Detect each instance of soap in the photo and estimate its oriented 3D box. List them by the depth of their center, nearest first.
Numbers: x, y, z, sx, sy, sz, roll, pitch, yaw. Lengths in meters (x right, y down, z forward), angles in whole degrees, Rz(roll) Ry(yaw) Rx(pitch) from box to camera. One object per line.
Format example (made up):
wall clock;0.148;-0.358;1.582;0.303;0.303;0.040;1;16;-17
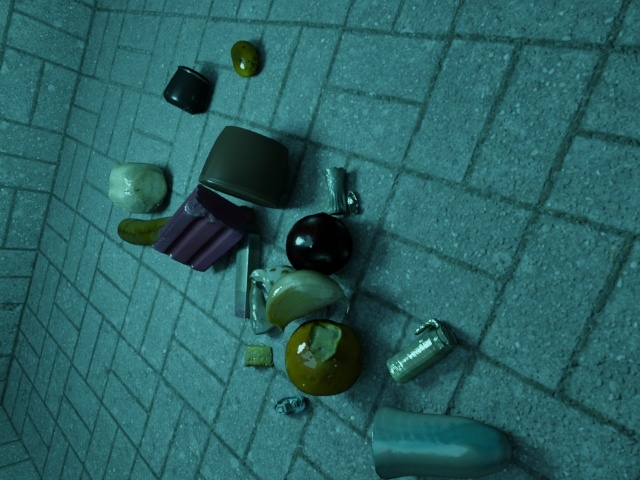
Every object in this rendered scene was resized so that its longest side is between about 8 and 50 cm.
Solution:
soap;-0.453;-0.032;1.588;0.360;0.233;0.128;-34;34;42

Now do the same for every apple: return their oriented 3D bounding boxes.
apple;-0.303;-0.097;1.632;0.084;0.071;0.083;-3;84;36

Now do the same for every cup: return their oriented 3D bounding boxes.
cup;-0.586;-0.660;1.853;0.176;0.169;0.223;-65;24;8

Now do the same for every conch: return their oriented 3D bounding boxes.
conch;-0.100;0.176;1.414;0.149;0.182;0.275;-36;72;-17

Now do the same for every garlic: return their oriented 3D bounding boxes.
garlic;-0.048;0.165;1.237;0.245;0.145;0.164;-20;75;13

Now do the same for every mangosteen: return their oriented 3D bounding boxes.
mangosteen;-0.002;0.003;1.324;0.216;0.216;0.216;-4;84;36

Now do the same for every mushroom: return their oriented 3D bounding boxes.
mushroom;-0.220;0.229;1.539;0.092;0.081;0.223;-24;69;50

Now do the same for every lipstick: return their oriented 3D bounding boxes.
lipstick;-0.275;0.131;1.595;0.066;0.068;0.317;0;86;37

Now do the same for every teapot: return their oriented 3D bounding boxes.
teapot;0.277;0.300;1.169;0.200;0.077;0.107;-44;43;25

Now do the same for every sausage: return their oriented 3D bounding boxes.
sausage;-0.786;-0.041;1.959;0.501;0.123;0.136;0;57;37

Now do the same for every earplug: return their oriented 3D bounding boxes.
earplug;0.314;0.525;1.071;0.324;0.185;0.184;-9;80;29

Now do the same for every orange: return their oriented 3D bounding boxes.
orange;0.010;0.346;1.260;0.240;0.240;0.239;-4;84;36

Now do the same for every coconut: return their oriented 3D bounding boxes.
coconut;-0.857;-0.244;1.961;0.248;0.245;0.244;6;89;38

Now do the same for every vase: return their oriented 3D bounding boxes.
vase;0.050;-0.156;1.368;0.081;0.081;0.148;-11;77;35

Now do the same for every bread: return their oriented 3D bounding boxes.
bread;-0.225;0.423;1.563;0.109;0.080;0.084;-2;84;1

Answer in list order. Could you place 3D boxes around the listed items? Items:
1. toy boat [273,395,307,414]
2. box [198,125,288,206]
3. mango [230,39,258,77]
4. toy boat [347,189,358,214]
toy boat;-0.110;0.563;1.434;0.140;0.066;0.059;-24;76;34
box;-0.253;-0.254;1.478;0.301;0.301;0.216;18;87;36
mango;-0.305;-0.732;1.685;0.115;0.090;0.178;-40;56;35
toy boat;0.101;-0.123;1.358;0.038;0.038;0.083;-19;76;34
